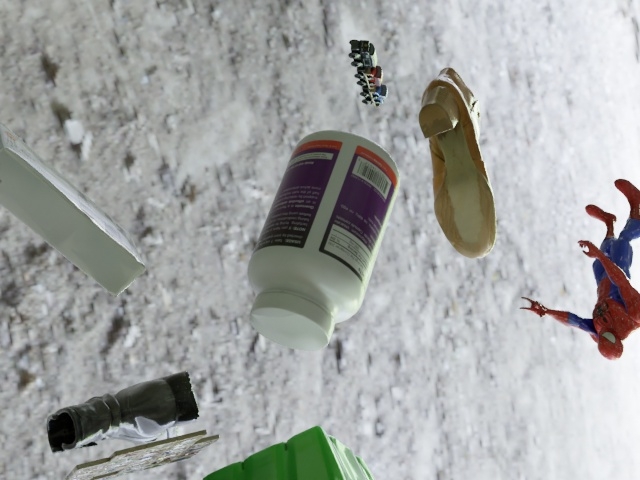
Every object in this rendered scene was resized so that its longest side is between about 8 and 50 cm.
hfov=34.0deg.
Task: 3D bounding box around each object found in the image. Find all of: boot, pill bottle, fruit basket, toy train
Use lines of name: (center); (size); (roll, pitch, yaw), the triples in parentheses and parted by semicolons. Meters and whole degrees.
boot: (-0.345, 0.295, 1.721); (0.223, 0.338, 0.118); (-12, 72, -23)
pill bottle: (0.000, 0.000, 1.605); (0.181, 0.182, 0.322); (52, 47, -42)
fruit basket: (-0.044, 0.526, 1.603); (0.283, 0.392, 0.392); (46, 40, -47)
boot: (0.247, -0.138, 1.772); (0.295, 0.104, 0.211); (70, 25, -17)
toy train: (0.063, -0.213, 1.342); (0.158, 0.036, 0.027); (62, 30, -69)

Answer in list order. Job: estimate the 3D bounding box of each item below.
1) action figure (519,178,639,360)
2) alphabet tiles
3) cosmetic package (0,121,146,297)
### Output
action figure: (0.331, 0.025, 1.290); (0.139, 0.091, 0.280); (27, 43, -13)
alphabet tiles: (-0.235, 0.288, 1.379); (0.198, 0.237, 0.009); (-9, 74, -25)
cosmetic package: (-0.321, -0.038, 1.278); (0.239, 0.060, 0.099); (45, 2, -34)
